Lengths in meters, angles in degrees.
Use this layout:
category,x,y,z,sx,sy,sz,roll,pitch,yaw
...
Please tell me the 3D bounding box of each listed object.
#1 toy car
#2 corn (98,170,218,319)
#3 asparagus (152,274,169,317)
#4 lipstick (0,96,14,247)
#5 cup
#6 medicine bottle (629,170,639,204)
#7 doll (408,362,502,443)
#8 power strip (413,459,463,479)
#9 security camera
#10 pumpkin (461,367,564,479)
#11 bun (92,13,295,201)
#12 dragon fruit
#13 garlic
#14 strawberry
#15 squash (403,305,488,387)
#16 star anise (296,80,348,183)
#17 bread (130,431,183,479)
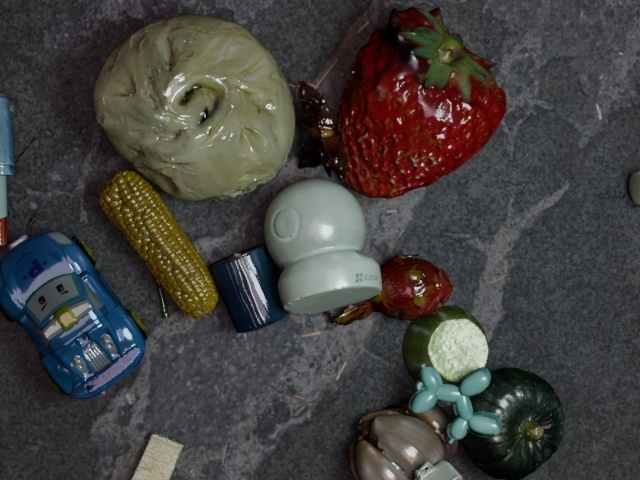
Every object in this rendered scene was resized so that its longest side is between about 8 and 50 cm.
category,x,y,z,sx,sy,sz,roll,pitch,yaw
toy car,-0.450,0.128,1.635,0.198,0.166,0.314,-35,94,-10
corn,-0.285,0.006,1.681,0.102,0.102,0.313,-38,94,-6
asparagus,-0.310,0.067,1.726,0.016,0.016,0.163,-17,94,11
lipstick,-0.585,-0.117,1.662,0.068,0.061,0.274,-2,90,-6
cup,-0.112,0.084,1.706,0.150,0.113,0.138,-21,95,-6
medicine bottle,0.740,-0.117,1.826,0.252,0.114,0.114,-7,91,-9
doll,0.237,0.287,1.666,0.158,0.059,0.159,-19,93,16
power strip,0.237,0.533,1.710,0.098,0.058,0.338,-33,129,-15
security camera,0.000,0.000,1.671,0.194,0.194,0.236,-11,76,-8
pumpkin,0.365,0.349,1.755,0.211,0.152,0.212,-1,95,-11
bun,-0.209,-0.239,1.636,0.362,0.234,0.326,28,81,-14
dragon fruit,0.126,0.107,1.745,0.246,0.125,0.125,-25,66,12
garlic,0.162,0.395,1.724,0.214,0.160,0.191,-42,101,-3
strawberry,0.174,-0.244,1.694,0.291,0.310,0.292,10,61,-19
squash,0.249,0.206,1.760,0.170,0.123,0.170,1,84,-8
star anise,-0.006,-0.190,1.707,0.053,0.157,0.213,-16,85,-22
bread,-0.313,0.436,1.721,0.068,0.028,0.154,23,86,-8
